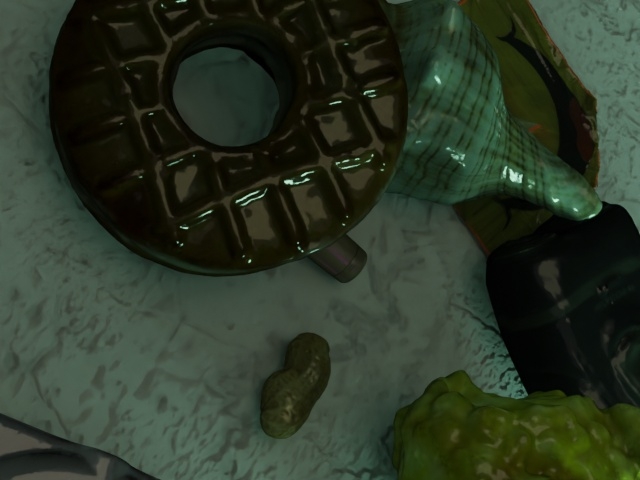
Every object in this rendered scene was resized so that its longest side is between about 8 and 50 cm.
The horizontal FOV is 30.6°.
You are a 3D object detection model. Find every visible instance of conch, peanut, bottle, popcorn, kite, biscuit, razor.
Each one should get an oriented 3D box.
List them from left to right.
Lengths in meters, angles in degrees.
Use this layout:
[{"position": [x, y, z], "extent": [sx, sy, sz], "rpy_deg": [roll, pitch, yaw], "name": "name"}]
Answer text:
[{"position": [-0.081, -0.127, 1.044], "extent": [0.332, 0.103, 0.332], "rpy_deg": [1, 80, -8], "name": "biscuit"}, {"position": [-0.023, 0.134, 1.092], "extent": [0.054, 0.054, 0.113], "rpy_deg": [39, 57, -16], "name": "peanut"}, {"position": [0.000, 0.000, 1.147], "extent": [0.096, 0.045, 0.045], "rpy_deg": [41, 59, -17], "name": "bottle"}, {"position": [0.111, -0.127, 1.173], "extent": [0.386, 0.203, 0.169], "rpy_deg": [43, 22, 4], "name": "conch"}, {"position": [0.194, -0.150, 1.329], "extent": [0.327, 0.013, 0.378], "rpy_deg": [11, 71, -27], "name": "kite"}, {"position": [0.190, 0.252, 1.083], "extent": [0.250, 0.235, 0.242], "rpy_deg": [3, 100, -10], "name": "popcorn"}, {"position": [0.309, 0.137, 1.253], "extent": [0.204, 0.113, 0.349], "rpy_deg": [-23, 89, -32], "name": "razor"}]

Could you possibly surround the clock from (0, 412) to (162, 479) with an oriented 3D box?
[{"position": [-0.218, 0.297, 0.809], "extent": [0.295, 0.113, 0.322], "rpy_deg": [28, 64, -22], "name": "clock"}]
